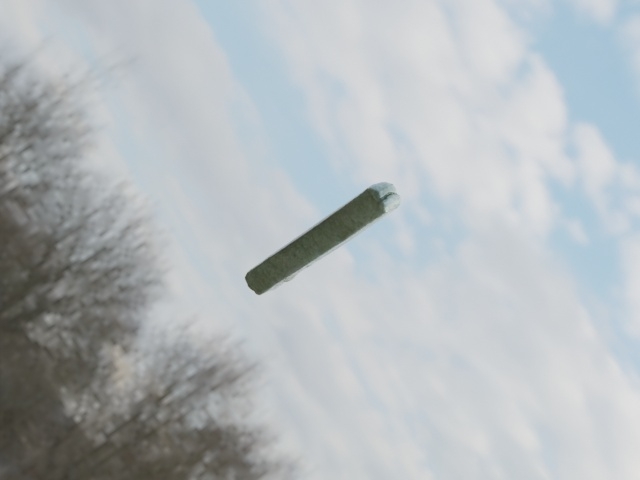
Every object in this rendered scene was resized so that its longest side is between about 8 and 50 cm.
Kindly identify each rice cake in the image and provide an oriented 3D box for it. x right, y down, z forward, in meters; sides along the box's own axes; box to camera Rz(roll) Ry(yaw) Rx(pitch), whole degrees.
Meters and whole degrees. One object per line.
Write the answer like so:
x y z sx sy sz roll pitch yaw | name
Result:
0.000 0.000 1.196 0.171 0.033 0.029 -35 -94 38 | rice cake
